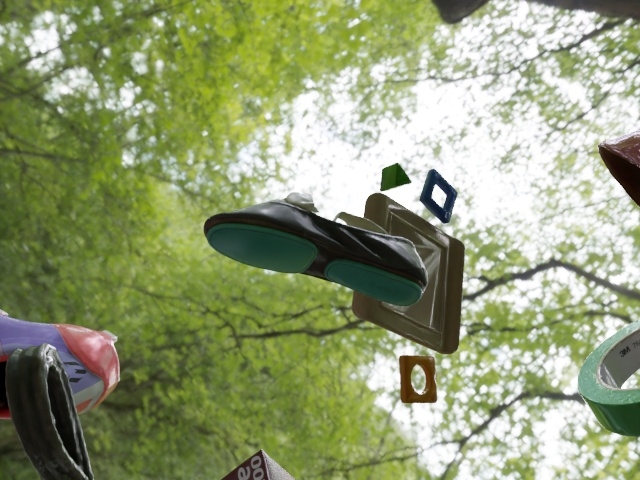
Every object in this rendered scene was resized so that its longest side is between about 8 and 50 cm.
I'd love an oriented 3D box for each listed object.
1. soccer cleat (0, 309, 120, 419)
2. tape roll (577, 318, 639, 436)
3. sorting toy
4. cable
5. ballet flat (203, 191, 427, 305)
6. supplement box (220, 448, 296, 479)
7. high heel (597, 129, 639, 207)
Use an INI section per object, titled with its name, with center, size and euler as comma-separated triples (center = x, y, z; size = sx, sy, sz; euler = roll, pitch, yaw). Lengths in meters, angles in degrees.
[soccer cleat]
center = -0.284, 0.101, 0.555
size = 0.247, 0.095, 0.083
euler = 4, -78, 18
[tape roll]
center = 0.658, 0.241, 1.286
size = 0.077, 0.321, 0.321
euler = 55, -28, -5
[sorting toy]
center = 0.120, 0.052, 0.935
size = 0.196, 0.348, 0.047
euler = 25, -28, -34
[cable]
center = -0.155, 0.202, 0.484
size = 0.139, 0.072, 0.288
euler = -111, -163, -80
[ballet flat]
center = 0.000, 0.000, 0.580
size = 0.203, 0.074, 0.074
euler = 17, -24, -16
[supplement box]
center = -0.001, 0.329, 0.654
size = 0.239, 0.073, 0.130
euler = 49, 4, -26
[high heel]
center = 0.450, -0.035, 0.926
size = 0.181, 0.377, 0.127
euler = 5, -56, 30
